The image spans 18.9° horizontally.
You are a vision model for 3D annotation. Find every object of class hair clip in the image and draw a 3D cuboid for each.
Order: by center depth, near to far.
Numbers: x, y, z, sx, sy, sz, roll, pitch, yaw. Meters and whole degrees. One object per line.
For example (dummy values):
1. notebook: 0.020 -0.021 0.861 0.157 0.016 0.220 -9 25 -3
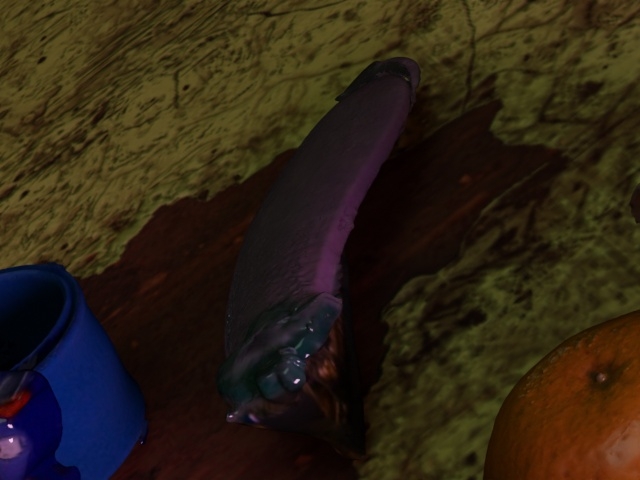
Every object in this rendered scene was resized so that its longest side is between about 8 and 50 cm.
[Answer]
1. hair clip: -0.002 0.001 1.193 0.096 0.110 0.358 12 39 -4

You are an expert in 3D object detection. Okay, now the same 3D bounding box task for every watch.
1. watch: -0.202 0.104 1.176 0.196 0.171 0.200 -2 35 22

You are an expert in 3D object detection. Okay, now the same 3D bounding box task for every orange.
1. orange: 0.155 0.109 0.878 0.159 0.136 0.159 -26 29 16

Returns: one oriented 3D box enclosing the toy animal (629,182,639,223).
1. toy animal: 0.276 -0.014 0.864 0.195 0.256 0.213 -31 80 0
